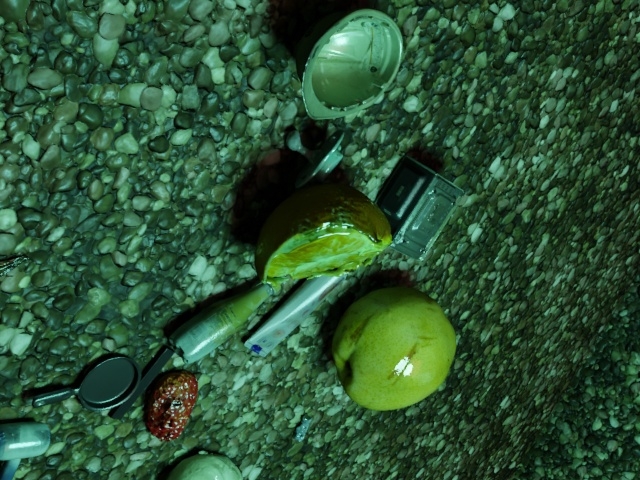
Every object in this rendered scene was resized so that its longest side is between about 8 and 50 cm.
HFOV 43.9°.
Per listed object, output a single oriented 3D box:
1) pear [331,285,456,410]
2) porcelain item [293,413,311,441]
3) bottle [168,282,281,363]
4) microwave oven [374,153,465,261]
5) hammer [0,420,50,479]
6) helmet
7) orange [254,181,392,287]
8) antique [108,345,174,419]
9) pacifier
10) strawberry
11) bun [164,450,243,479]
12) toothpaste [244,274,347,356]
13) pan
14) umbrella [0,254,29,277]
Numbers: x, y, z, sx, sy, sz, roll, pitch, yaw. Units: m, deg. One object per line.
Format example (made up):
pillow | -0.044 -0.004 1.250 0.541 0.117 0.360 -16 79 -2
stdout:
pear | 0.179 0.266 1.982 0.314 0.314 0.314 -24 133 -28
porcelain item | -0.049 0.510 2.148 0.036 0.028 0.083 -6 125 -43
bottle | -0.198 0.162 1.709 0.269 0.083 0.083 -34 138 -24
microwave oven | 0.224 -0.072 1.883 0.163 0.129 0.205 22 103 -50
hammer | -0.610 0.438 1.553 0.116 0.069 0.194 6 120 -46
helmet | 0.019 -0.343 1.478 0.257 0.137 0.204 -23 133 -38
orange | -0.005 -0.008 1.644 0.262 0.196 0.334 -39 169 23
antique | -0.382 0.305 1.697 0.192 0.015 0.031 -50 141 1
pacifier | -0.021 -0.182 1.616 0.116 0.127 0.150 37 99 -13
strawberry | -0.320 0.376 1.760 0.121 0.082 0.188 -14 125 -39
bun | -0.289 0.642 1.929 0.259 0.160 0.259 -24 136 -26
toothpaste | -0.042 0.146 1.857 0.323 0.066 0.100 -45 145 0
pan | -0.470 0.295 1.597 0.235 0.028 0.136 -5 122 -44
umbrella | -0.538 0.045 1.355 0.083 0.020 0.031 -26 95 -26
